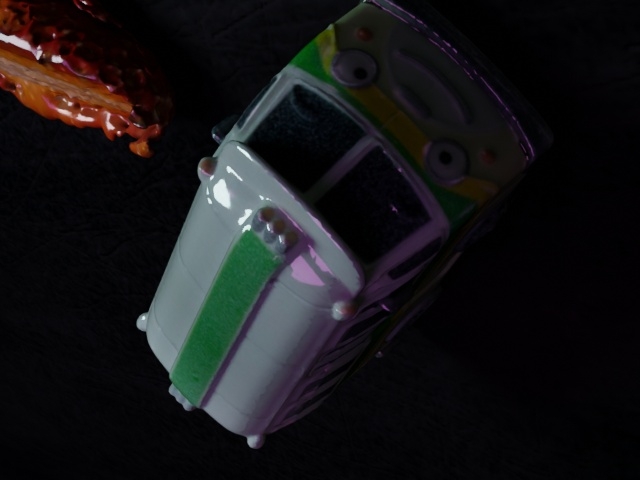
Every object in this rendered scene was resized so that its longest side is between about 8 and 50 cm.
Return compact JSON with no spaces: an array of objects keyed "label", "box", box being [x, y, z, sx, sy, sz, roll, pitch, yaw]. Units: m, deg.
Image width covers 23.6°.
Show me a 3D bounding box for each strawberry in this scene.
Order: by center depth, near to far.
[{"label":"strawberry","box":[-0.167,-0.127,1.054,0.188,0.082,0.121,24,162,25]}]

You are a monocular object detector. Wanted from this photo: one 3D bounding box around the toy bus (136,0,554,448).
[{"label":"toy bus","box":[0.000,0.000,0.859,0.133,0.165,0.276,45,151,9]}]
